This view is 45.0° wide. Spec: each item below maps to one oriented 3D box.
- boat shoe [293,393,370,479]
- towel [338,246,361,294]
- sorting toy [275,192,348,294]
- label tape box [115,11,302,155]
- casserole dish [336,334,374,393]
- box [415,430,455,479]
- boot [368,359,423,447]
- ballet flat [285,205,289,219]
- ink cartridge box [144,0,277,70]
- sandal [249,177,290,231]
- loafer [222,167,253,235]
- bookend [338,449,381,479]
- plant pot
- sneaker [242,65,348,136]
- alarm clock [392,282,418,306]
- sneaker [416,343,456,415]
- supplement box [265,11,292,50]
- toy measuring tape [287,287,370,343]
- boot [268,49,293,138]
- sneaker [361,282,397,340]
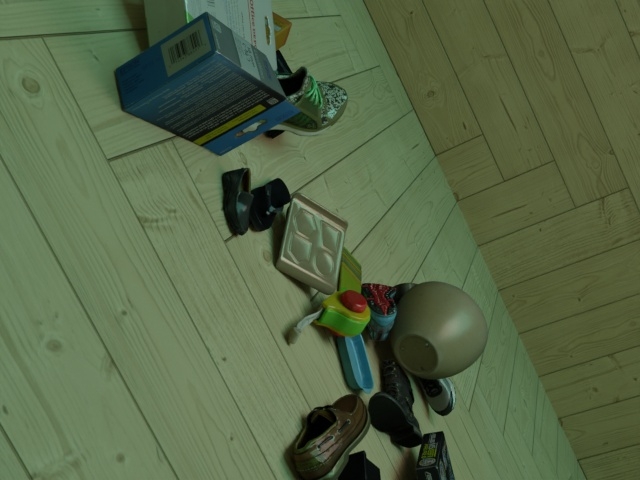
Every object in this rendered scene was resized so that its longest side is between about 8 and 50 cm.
[{"bbox_3d":[0.027,0.408,1.686,0.105,0.110,0.307,63,23,-11],"label":"boat shoe"},{"bbox_3d":[0.081,0.126,2.190,0.102,0.021,0.237,47,30,-31],"label":"towel"},{"bbox_3d":[-0.022,0.010,1.943,0.193,0.038,0.208,30,62,-33],"label":"sorting toy"},{"bbox_3d":[-0.229,-0.319,1.643,0.333,0.240,0.106,21,48,-61],"label":"label tape box"},{"bbox_3d":[0.087,0.310,2.006,0.114,0.037,0.189,23,48,-58],"label":"casserole dish"},{"bbox_3d":[0.321,0.678,2.056,0.216,0.060,0.270,-38,114,-74],"label":"box"},{"bbox_3d":[0.193,0.417,2.100,0.263,0.091,0.229,54,21,-38],"label":"boot"},{"bbox_3d":[-0.036,0.000,2.013,0.067,0.073,0.206,-154,-138,-83],"label":"ballet flat"},{"bbox_3d":[-0.245,-0.493,1.789,0.353,0.119,0.207,-13,100,-60],"label":"ink cartridge box"},{"bbox_3d":[-0.122,-0.102,1.909,0.097,0.054,0.254,60,24,-15],"label":"sandal"},{"bbox_3d":[-0.182,-0.093,1.761,0.062,0.061,0.170,31,42,-56],"label":"loafer"},{"bbox_3d":[0.109,0.585,1.749,0.156,0.072,0.157,47,29,-40],"label":"bookend"},{"bbox_3d":[0.311,0.282,2.196,0.191,0.284,0.284,-36,102,-54],"label":"plant pot"},{"bbox_3d":[-0.055,-0.370,1.985,0.410,0.182,0.158,-15,77,-43],"label":"sneaker"},{"bbox_3d":[0.285,0.183,2.360,0.129,0.192,0.064,46,31,-39],"label":"alarm clock"},{"bbox_3d":[0.328,0.413,2.384,0.108,0.100,0.272,9,55,-52],"label":"sneaker"},{"bbox_3d":[-0.169,-0.533,2.074,0.080,0.078,0.233,32,43,6],"label":"supplement box"},{"bbox_3d":[0.041,0.201,1.888,0.330,0.121,0.122,-30,97,-60],"label":"toy measuring tape"},{"bbox_3d":[-0.129,-0.412,2.145,0.207,0.094,0.246,52,37,-11],"label":"boot"},{"bbox_3d":[0.158,0.205,2.221,0.262,0.104,0.125,-76,175,-73],"label":"sneaker"}]
